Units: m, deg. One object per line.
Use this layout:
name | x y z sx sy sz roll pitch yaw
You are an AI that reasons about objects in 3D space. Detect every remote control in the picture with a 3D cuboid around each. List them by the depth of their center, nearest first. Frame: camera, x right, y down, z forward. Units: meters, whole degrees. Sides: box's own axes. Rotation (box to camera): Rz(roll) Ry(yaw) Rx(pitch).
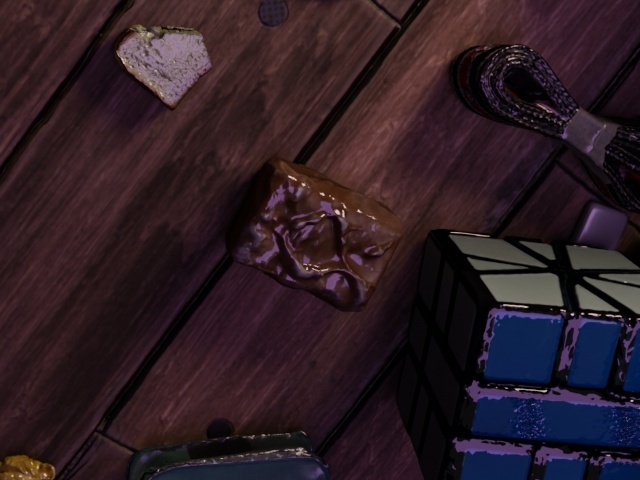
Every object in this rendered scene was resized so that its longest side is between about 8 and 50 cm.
remote control | 0.353 0.071 1.415 0.067 0.029 0.261 18 101 -16

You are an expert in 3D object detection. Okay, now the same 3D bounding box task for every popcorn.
popcorn | -0.376 0.314 1.262 0.084 0.084 0.084 -5 110 -14

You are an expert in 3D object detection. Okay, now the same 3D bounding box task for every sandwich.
sandwich | -0.181 -0.213 1.152 0.105 0.036 0.093 36 97 -23

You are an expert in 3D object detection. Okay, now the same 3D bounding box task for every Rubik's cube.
Rubik's cube | 0.271 0.164 1.263 0.288 0.293 0.283 6 105 -6

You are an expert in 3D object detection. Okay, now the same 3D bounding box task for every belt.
belt | 0.327 -0.146 1.292 0.359 0.094 0.126 24 102 -22

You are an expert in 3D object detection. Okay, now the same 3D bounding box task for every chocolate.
chocolate | 0.000 0.000 1.250 0.214 0.093 0.148 23 103 -22

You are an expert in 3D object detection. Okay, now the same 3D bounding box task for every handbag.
handbag | -0.134 0.390 1.353 0.268 0.100 0.274 -4 111 -19
